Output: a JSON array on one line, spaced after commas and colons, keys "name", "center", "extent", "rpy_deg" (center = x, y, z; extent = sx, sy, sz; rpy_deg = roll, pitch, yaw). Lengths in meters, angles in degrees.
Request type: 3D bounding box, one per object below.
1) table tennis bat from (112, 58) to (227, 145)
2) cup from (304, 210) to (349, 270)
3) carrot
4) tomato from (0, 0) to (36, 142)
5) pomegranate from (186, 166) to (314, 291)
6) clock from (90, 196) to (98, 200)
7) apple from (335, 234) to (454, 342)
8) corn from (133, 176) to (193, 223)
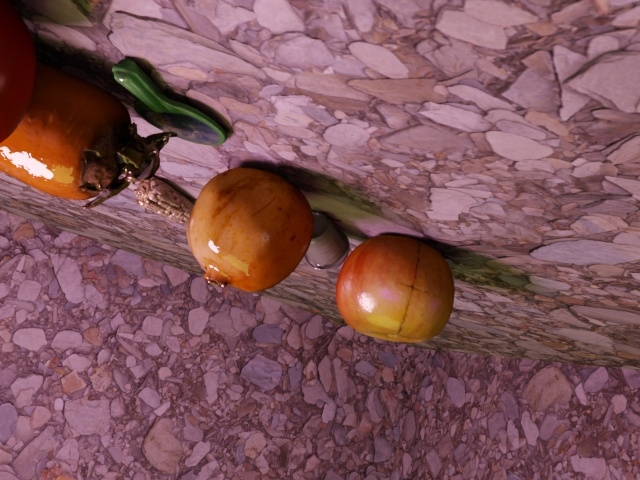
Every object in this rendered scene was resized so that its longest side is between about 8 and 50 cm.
[{"name": "table tennis bat", "center": [-0.255, -0.217, 0.920], "extent": [0.160, 0.039, 0.257], "rpy_deg": [13, 168, 20]}, {"name": "cup", "center": [0.000, 0.000, 1.326], "extent": [0.119, 0.120, 0.141], "rpy_deg": [10, 158, 24]}, {"name": "carrot", "center": [-0.418, -0.168, 0.907], "extent": [0.330, 0.193, 0.214], "rpy_deg": [21, 152, 2]}, {"name": "tomato", "center": [-0.509, -0.250, 0.681], "extent": [0.298, 0.227, 0.299], "rpy_deg": [18, 160, 7]}, {"name": "pomegranate", "center": [-0.150, -0.020, 1.116], "extent": [0.264, 0.265, 0.264], "rpy_deg": [16, 166, 4]}, {"name": "clock", "center": [-0.686, -0.163, 1.584], "extent": [0.190, 0.062, 0.151], "rpy_deg": [14, 166, 9]}, {"name": "apple", "center": [0.178, 0.114, 1.310], "extent": [0.285, 0.233, 0.286], "rpy_deg": [11, 164, 3]}, {"name": "corn", "center": [-0.403, -0.099, 1.460], "extent": [0.086, 0.087, 0.211], "rpy_deg": [9, 167, 27]}]
